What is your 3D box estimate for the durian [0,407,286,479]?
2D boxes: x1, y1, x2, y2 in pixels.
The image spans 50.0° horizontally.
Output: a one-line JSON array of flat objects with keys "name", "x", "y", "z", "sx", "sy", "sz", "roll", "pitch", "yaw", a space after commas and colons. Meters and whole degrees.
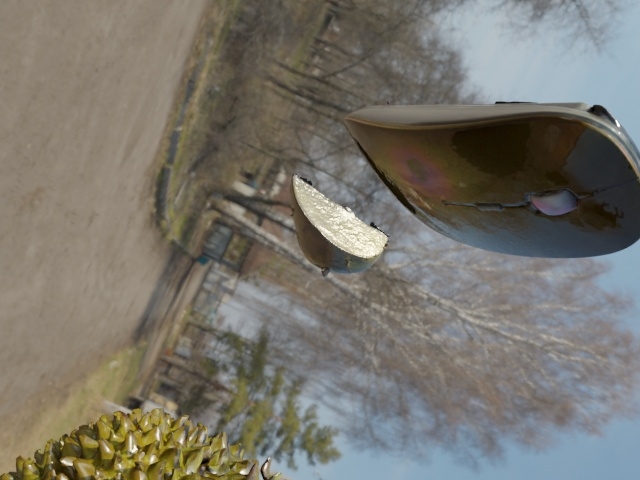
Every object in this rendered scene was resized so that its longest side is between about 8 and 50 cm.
[{"name": "durian", "x": -0.144, "y": 0.265, "z": 0.541, "sx": 0.258, "sy": 0.258, "sz": 0.293, "roll": -62, "pitch": 168, "yaw": 26}]

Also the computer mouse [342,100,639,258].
[{"name": "computer mouse", "x": 0.133, "y": -0.059, "z": 0.611, "sx": 0.072, "sy": 0.158, "sz": 0.310, "roll": -51, "pitch": -147, "yaw": -17}]

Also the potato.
[{"name": "potato", "x": 0.000, "y": 0.000, "z": 0.955, "sx": 0.100, "sy": 0.172, "sz": 0.089, "roll": -32, "pitch": -148, "yaw": 48}]
